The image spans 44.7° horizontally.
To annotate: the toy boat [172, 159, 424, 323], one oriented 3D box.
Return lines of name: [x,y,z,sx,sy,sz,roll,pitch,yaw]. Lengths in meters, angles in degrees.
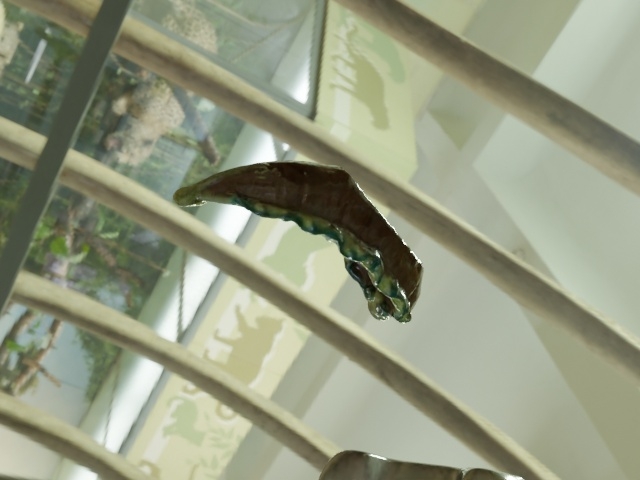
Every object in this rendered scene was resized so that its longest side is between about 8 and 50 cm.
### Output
toy boat: [0.006,-0.009,0.671,0.099,0.293,0.108,-48,-132,7]

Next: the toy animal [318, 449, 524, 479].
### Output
toy animal: [0.090,0.374,0.685,0.196,0.241,0.367,-3,-122,26]
